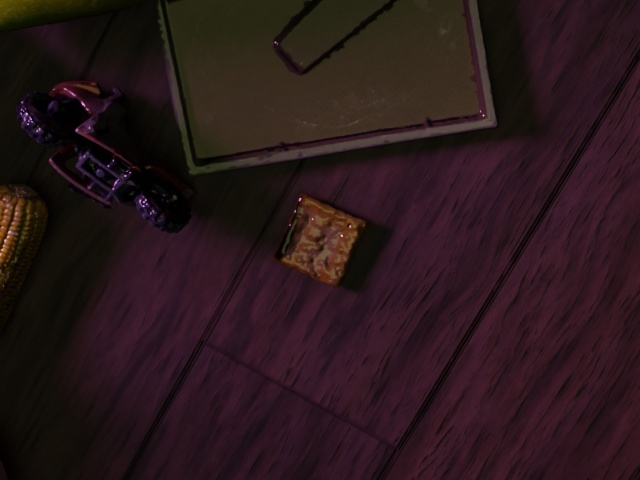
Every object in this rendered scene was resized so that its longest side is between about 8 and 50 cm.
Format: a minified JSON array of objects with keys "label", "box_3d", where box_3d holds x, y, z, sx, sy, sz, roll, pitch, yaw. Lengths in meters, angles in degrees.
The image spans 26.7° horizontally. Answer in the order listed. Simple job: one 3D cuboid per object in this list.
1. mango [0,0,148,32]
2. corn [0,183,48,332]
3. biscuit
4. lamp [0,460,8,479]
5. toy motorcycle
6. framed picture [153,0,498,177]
[{"label":"mango","box_3d":[-0.223,-0.308,1.326,0.343,0.156,0.192,-30,61,11]},{"label":"corn","box_3d":[-0.354,0.032,1.460,0.072,0.072,0.203,26,104,-2]},{"label":"biscuit","box_3d":[0.000,0.000,1.453,0.081,0.018,0.083,23,103,-1]},{"label":"lamp","box_3d":[-0.439,0.262,1.493,0.180,0.108,0.246,-12,99,2]},{"label":"toy motorcycle","box_3d":[-0.217,-0.095,1.410,0.212,0.118,0.084,38,118,-17]},{"label":"framed picture","box_3d":[0.000,-0.211,1.406,0.335,0.022,0.247,-10,100,6]}]
